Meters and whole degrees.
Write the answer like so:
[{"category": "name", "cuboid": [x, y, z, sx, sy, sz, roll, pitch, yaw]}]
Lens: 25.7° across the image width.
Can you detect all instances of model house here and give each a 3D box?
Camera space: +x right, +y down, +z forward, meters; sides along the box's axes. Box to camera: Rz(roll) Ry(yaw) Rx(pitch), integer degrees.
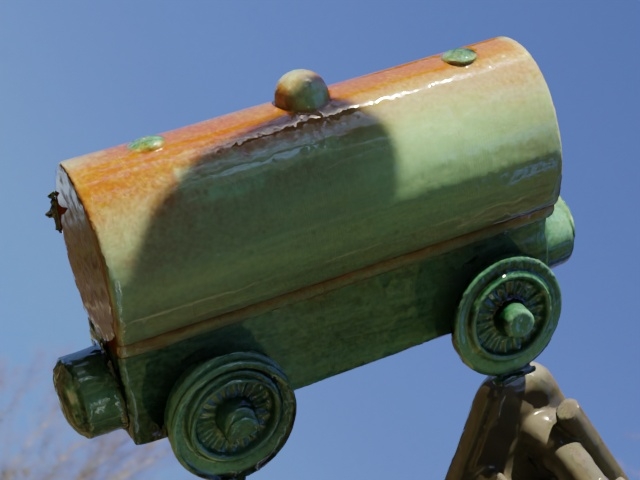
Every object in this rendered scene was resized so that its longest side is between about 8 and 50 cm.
[{"category": "model house", "cuboid": [0.145, 0.206, 0.775, 0.229, 0.122, 0.188, 58, 4, -31]}]

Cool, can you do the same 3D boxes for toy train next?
[{"category": "toy train", "cuboid": [0.000, 0.000, 0.693, 0.116, 0.285, 0.177, -138, -145, -57]}]
